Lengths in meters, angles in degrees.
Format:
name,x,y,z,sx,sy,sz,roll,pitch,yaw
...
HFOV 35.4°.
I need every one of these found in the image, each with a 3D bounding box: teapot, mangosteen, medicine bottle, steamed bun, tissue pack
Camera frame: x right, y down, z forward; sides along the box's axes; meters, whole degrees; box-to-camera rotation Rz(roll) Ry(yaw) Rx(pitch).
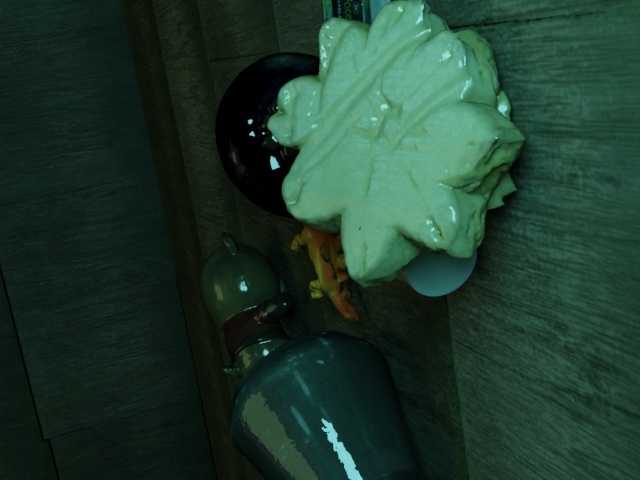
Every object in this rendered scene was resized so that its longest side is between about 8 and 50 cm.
name,x,y,z,sx,sy,sz,roll,pitch,yaw
teapot,0.030,0.335,1.418,0.344,0.253,0.300,58,139,35
mangosteen,-0.034,-0.143,1.354,0.243,0.243,0.243,167,90,-73
medicine bottle,0.101,-0.014,1.181,0.186,0.103,0.102,-132,33,-57
steamed bun,0.093,-0.094,1.043,0.295,0.137,0.292,-1,83,37
tissue pack,0.046,-0.285,1.211,0.085,0.079,0.111,-54,-38,-64

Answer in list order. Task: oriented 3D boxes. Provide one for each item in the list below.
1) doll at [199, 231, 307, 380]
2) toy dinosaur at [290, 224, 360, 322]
name,x,y,z,sx,sy,sz,roll,pitch,yaw
doll,-0.131,0.155,1.916,0.235,0.174,0.330,92,157,-56
toy dinosaur,0.000,0.000,1.574,0.288,0.070,0.117,63,148,26
